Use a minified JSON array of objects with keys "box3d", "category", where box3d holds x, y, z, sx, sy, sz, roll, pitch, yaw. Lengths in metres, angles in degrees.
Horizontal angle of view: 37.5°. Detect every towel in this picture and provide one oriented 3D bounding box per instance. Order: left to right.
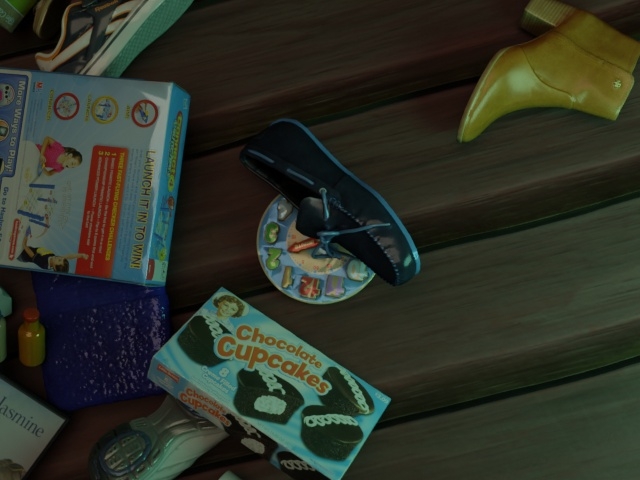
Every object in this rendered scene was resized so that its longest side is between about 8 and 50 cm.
[{"box3d":[-0.343,0.107,1.507,0.227,0.076,0.308,-11,81,10],"category":"towel"}]

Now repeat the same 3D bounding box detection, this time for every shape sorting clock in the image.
[{"box3d":[0.000,0.000,1.507,0.206,0.040,0.206,-1,81,4],"category":"shape sorting clock"}]

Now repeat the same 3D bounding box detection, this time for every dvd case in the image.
[{"box3d":[-0.526,0.323,1.429,0.180,0.022,0.253,37,85,-13],"category":"dvd case"}]

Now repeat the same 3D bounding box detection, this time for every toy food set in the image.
[{"box3d":[-0.526,0.101,1.462,0.111,0.105,0.232,-25,54,-38],"category":"toy food set"}]

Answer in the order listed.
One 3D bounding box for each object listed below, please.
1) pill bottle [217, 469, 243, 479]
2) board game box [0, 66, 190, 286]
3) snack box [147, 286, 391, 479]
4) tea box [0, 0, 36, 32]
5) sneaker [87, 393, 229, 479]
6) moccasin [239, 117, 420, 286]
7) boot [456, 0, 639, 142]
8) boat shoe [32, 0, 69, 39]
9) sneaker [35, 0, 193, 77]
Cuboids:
[{"box3d":[-0.083,0.450,1.401,0.221,0.121,0.121,38,86,9],"category":"pill bottle"},{"box3d":[-0.373,-0.098,1.450,0.301,0.086,0.308,7,87,11],"category":"board game box"},{"box3d":[-0.074,0.221,1.416,0.322,0.060,0.187,32,43,9],"category":"snack box"},{"box3d":[-0.569,-0.580,1.533,0.329,0.220,0.323,35,84,19],"category":"tea box"},{"box3d":[-0.214,0.294,1.446,0.297,0.129,0.111,-28,59,-20],"category":"sneaker"},{"box3d":[0.005,-0.041,1.439,0.116,0.138,0.342,-32,58,-25],"category":"moccasin"},{"box3d":[0.366,-0.236,1.482,0.211,0.104,0.295,32,81,9],"category":"boot"},{"box3d":[-0.460,-0.414,1.606,0.048,0.056,0.153,12,81,16],"category":"boat shoe"},{"box3d":[-0.335,-0.365,1.549,0.127,0.126,0.321,44,88,4],"category":"sneaker"}]
